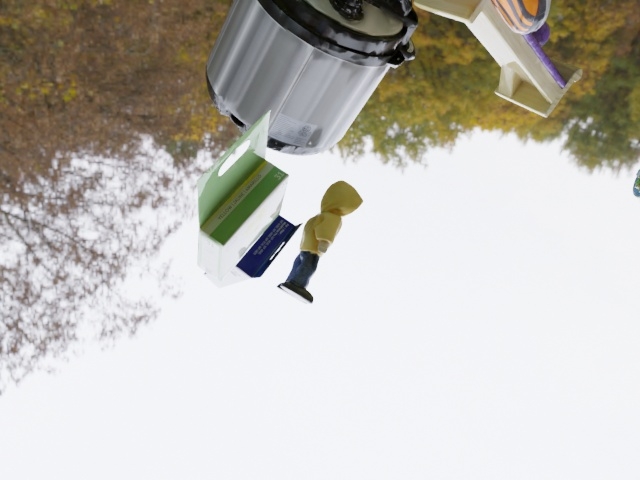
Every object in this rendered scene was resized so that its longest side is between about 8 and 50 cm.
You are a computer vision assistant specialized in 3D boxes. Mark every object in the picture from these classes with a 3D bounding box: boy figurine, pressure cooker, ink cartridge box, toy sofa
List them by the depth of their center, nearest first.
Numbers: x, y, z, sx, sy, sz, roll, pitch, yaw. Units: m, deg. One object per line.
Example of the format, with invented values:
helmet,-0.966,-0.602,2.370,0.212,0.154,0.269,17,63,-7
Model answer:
ink cartridge box,-0.115,-0.061,0.987,0.056,0.235,0.171,34,-120,8
toy sofa,0.359,-0.406,1.236,0.362,0.177,0.150,29,-171,-44
pressure cooker,-0.015,-0.440,1.419,0.375,0.420,0.369,49,-138,14
boy figurine,0.000,0.000,1.478,0.092,0.285,0.177,31,166,-8
ink cartridge box,-0.167,0.023,1.548,0.065,0.332,0.165,43,-113,-13

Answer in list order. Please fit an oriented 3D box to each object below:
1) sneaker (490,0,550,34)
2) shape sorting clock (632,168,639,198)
sneaker,0.202,-0.434,0.971,0.180,0.124,0.321,-21,-100,-16
shape sorting clock,0.769,-0.182,1.462,0.040,0.206,0.206,35,-145,3
